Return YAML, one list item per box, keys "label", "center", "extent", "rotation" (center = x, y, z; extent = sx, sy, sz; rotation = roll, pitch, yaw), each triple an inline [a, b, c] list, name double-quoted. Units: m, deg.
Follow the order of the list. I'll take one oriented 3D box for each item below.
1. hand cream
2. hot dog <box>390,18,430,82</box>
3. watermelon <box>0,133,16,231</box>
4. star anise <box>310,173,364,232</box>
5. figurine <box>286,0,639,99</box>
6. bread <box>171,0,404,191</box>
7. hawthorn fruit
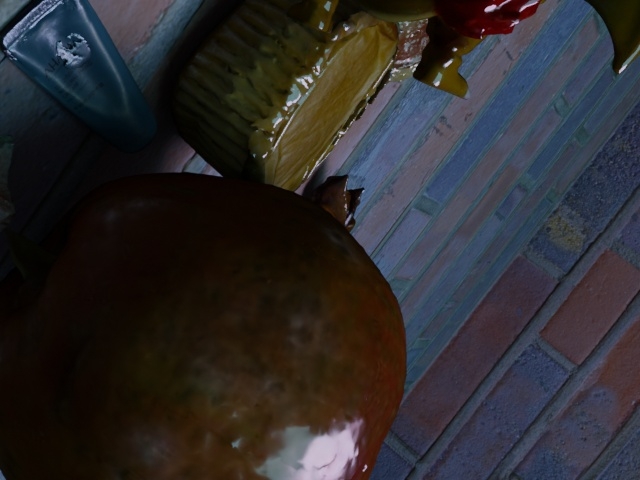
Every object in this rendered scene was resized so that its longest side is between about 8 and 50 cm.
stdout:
- label: "hand cream"
  center: [-0.206, -0.145, 0.853]
  extent: [0.083, 0.048, 0.224]
  rotation: [-45, 154, -6]
- label: "hot dog"
  center: [0.087, -0.287, 1.130]
  extent: [0.146, 0.103, 0.213]
  rotation: [-12, 132, -28]
- label: "watermelon"
  center: [-0.328, -0.014, 0.793]
  extent: [0.101, 0.080, 0.155]
  rotation: [2, 139, -51]
- label: "star anise"
  center: [0.004, 0.000, 1.425]
  extent: [0.196, 0.111, 0.213]
  rotation: [-38, 134, -81]
- label: "figurine"
  center: [0.140, -0.325, 0.782]
  extent: [0.387, 0.401, 0.268]
  rotation: [-65, 157, 7]
- label: "bread"
  center: [-0.035, -0.173, 1.009]
  extent: [0.253, 0.142, 0.227]
  rotation: [-52, 158, -3]
- label: "hawthorn fruit"
  center: [-0.134, 0.104, 0.870]
  extent: [0.403, 0.403, 0.403]
  rotation: [-41, 158, -21]
